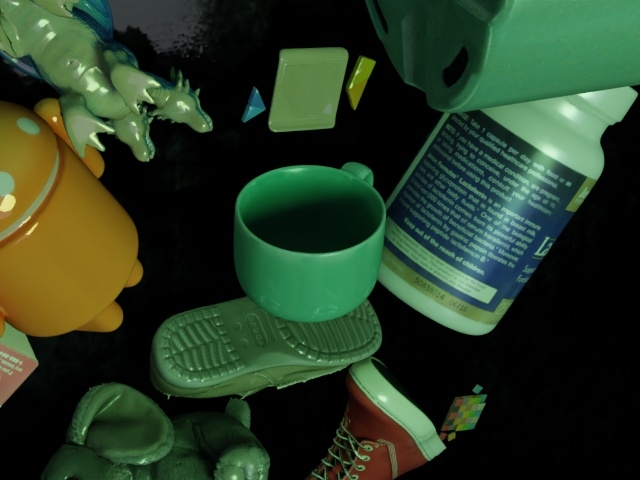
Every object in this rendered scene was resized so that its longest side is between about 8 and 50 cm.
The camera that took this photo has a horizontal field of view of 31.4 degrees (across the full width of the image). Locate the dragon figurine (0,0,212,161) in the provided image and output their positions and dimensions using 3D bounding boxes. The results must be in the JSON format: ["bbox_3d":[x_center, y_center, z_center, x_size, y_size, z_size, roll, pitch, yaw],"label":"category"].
[{"bbox_3d":[-0.187,-0.147,0.790,0.085,0.144,0.289,-45,116,4],"label":"dragon figurine"}]

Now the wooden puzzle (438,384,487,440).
[{"bbox_3d":[0.171,0.206,1.353,0.049,0.006,0.083,0,121,-34],"label":"wooden puzzle"}]

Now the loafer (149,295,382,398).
[{"bbox_3d":[-0.055,0.095,1.074,0.251,0.094,0.087,-5,158,-34],"label":"loafer"}]

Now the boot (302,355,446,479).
[{"bbox_3d":[0.031,0.222,1.194,0.176,0.088,0.244,-36,149,-3],"label":"boot"}]

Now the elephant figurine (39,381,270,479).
[{"bbox_3d":[-0.176,0.214,1.025,0.239,0.186,0.170,12,83,-14],"label":"elephant figurine"}]

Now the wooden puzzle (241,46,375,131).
[{"bbox_3d":[-0.011,-0.130,0.976,0.116,0.014,0.079,-1,118,-34],"label":"wooden puzzle"}]

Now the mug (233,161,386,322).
[{"bbox_3d":[0.001,0.006,1.001,0.157,0.129,0.097,-16,133,-25],"label":"mug"}]

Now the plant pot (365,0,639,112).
[{"bbox_3d":[0.215,-0.252,0.841,0.334,0.341,0.341,-16,130,-14],"label":"plant pot"}]

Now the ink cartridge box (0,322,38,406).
[{"bbox_3d":[-0.352,0.119,0.872,0.218,0.092,0.158,-46,135,6],"label":"ink cartridge box"}]

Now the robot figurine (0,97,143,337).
[{"bbox_3d":[-0.220,-0.012,0.837,0.158,0.128,0.219,-39,135,-4],"label":"robot figurine"}]

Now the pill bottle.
[{"bbox_3d":[0.163,-0.058,1.048,0.153,0.153,0.265,18,110,-41],"label":"pill bottle"}]
